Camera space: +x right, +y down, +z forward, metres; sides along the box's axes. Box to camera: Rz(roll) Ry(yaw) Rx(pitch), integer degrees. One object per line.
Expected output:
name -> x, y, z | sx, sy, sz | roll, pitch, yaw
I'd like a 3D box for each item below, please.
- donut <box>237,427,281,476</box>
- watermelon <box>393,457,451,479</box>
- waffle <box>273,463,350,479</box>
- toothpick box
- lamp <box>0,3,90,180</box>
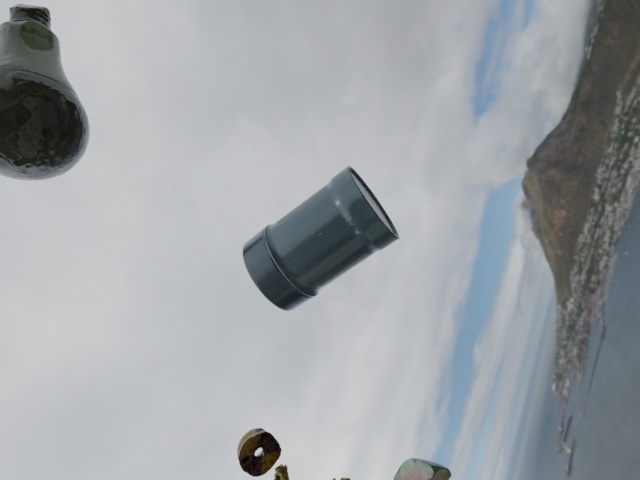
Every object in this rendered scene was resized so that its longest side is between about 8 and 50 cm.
donut -> -0.191, 0.645, 1.258 | 0.140, 0.059, 0.141 | -3, -85, -30
watermelon -> 0.206, 0.459, 0.787 | 0.080, 0.101, 0.155 | -87, 1, -58
waffle -> -0.034, 0.788, 1.151 | 0.069, 0.292, 0.260 | 27, -121, -54
toothpick box -> 0.000, 0.000, 0.472 | 0.153, 0.101, 0.101 | -34, -28, 14
lamp -> -0.469, -0.253, 0.682 | 0.182, 0.181, 0.314 | 28, -111, -59
